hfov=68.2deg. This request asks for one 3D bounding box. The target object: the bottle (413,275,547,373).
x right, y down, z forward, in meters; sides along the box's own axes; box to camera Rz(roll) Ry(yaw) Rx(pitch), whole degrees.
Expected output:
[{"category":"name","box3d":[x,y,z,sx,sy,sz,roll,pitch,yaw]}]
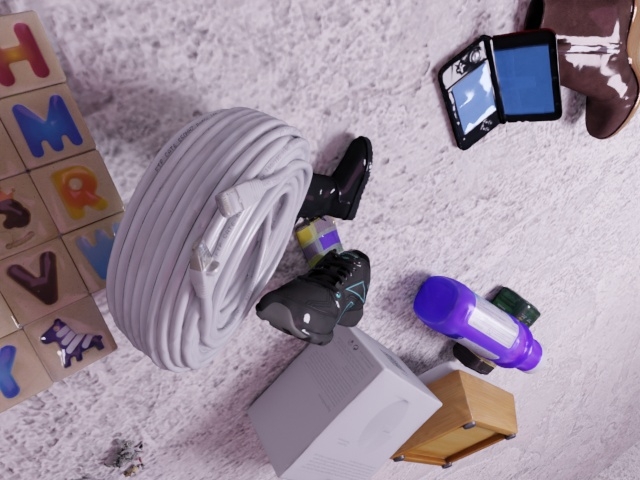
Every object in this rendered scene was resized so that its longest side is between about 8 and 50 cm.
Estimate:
[{"category":"bottle","box3d":[0.298,0.161,0.848,0.283,0.118,0.092,31,89,-25]}]

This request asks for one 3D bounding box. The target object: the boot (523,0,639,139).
[{"category":"boot","box3d":[0.382,-0.253,0.709,0.207,0.090,0.248,-14,129,-10]}]

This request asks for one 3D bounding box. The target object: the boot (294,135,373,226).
[{"category":"boot","box3d":[0.007,-0.076,0.593,0.099,0.045,0.121,2,115,-27]}]

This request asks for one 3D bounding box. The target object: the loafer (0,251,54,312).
[{"category":"loafer","box3d":[-0.327,0.001,0.387,0.302,0.109,0.095,-1,116,-30]}]

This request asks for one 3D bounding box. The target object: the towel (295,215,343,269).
[{"category":"towel","box3d":[0.000,0.000,0.660,0.060,0.009,0.083,-30,132,-14]}]

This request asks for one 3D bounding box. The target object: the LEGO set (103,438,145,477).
[{"category":"LEGO set","box3d":[-0.278,0.320,0.685,0.054,0.023,0.083,-34,132,-9]}]

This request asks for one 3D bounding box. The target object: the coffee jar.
[{"category":"coffee jar","box3d":[0.360,0.190,0.976,0.096,0.079,0.184,32,99,-42]}]

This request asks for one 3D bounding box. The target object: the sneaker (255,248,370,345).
[{"category":"sneaker","box3d":[0.002,0.059,0.608,0.106,0.101,0.267,-68,163,6]}]

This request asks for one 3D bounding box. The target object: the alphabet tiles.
[{"category":"alphabet tiles","box3d":[-0.303,-0.020,0.341,0.285,0.011,0.342,-28,109,-28]}]

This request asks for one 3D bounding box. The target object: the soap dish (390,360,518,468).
[{"category":"soap dish","box3d":[0.255,0.365,0.960,0.229,0.118,0.291,-37,138,21]}]

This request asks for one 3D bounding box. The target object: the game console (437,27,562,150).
[{"category":"game console","box3d":[0.243,-0.194,0.636,0.124,0.085,0.144,-39,133,-5]}]

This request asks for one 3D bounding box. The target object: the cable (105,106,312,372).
[{"category":"cable","box3d":[-0.094,0.001,0.457,0.257,0.089,0.257,-58,171,-54]}]

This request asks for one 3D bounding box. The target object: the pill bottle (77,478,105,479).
[{"category":"pill bottle","box3d":[-0.342,0.461,0.671,0.124,0.124,0.221,-1,120,-32]}]

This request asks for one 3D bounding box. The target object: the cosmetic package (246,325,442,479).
[{"category":"cosmetic package","box3d":[0.043,0.279,0.790,0.224,0.138,0.224,-47,133,1]}]
